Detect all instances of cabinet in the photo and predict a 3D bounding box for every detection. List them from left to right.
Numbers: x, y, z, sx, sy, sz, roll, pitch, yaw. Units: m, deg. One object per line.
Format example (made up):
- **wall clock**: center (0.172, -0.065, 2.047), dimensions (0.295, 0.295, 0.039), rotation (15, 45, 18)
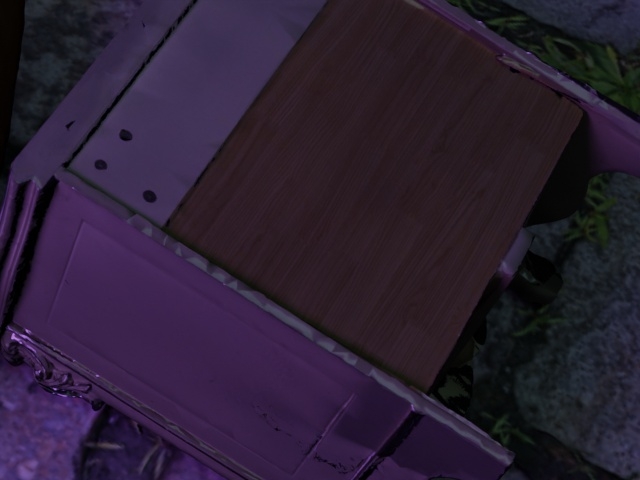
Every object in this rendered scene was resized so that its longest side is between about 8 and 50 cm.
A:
- **cabinet**: center (0.000, 0.000, 1.101), dimensions (0.318, 0.227, 0.290), rotation (32, 56, 1)

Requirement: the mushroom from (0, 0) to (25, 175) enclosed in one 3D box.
- **mushroom**: center (-0.295, -0.041, 1.038), dimensions (0.397, 0.224, 0.313), rotation (-32, 71, -30)
